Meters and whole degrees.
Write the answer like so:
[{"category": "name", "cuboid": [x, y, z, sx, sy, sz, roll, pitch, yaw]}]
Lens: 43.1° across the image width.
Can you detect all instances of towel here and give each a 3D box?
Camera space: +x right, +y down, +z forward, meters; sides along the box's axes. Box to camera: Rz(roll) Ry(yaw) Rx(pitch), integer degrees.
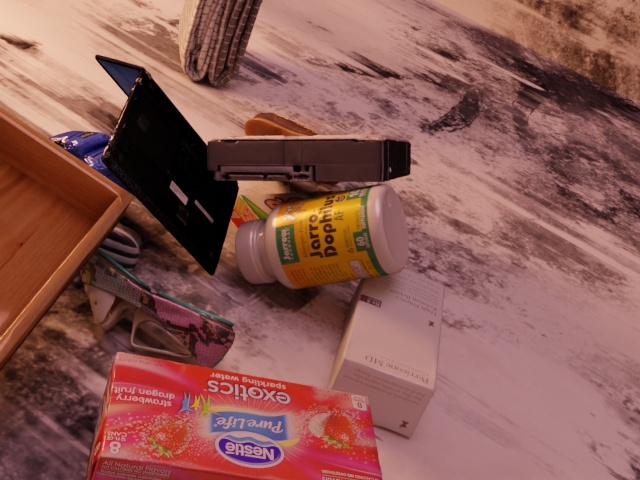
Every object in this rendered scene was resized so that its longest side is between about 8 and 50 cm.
[{"category": "towel", "cuboid": [-0.191, -0.472, 1.584, 0.121, 0.283, 0.235, 12, 33, -19]}]

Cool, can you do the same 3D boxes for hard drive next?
[{"category": "hard drive", "cuboid": [0.000, -0.121, 1.187, 0.237, 0.064, 0.339, 1, 7, 13]}]

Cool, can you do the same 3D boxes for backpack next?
[{"category": "backpack", "cuboid": [-0.307, -0.092, 1.076, 0.120, 0.101, 0.098, 10, 30, 27]}]

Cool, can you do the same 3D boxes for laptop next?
[{"category": "laptop", "cuboid": [-0.231, -0.110, 1.117, 0.234, 0.137, 0.264, 52, 36, -39]}]

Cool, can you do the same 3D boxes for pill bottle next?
[{"category": "pill bottle", "cuboid": [0.000, 0.000, 1.058, 0.208, 0.117, 0.117, -10, 23, 22]}]

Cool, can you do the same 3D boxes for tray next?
[{"category": "tray", "cuboid": [-0.367, 0.039, 0.762, 0.203, 0.076, 0.411, 35, 43, -8]}]

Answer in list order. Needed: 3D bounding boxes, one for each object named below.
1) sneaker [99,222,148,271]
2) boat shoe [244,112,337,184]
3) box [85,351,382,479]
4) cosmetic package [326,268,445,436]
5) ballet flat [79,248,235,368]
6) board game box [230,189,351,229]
[{"category": "sneaker", "cuboid": [-0.329, -0.019, 1.019, 0.224, 0.083, 0.098, 26, 11, -4]}, {"category": "boat shoe", "cuboid": [-0.032, -0.169, 1.418, 0.207, 0.073, 0.073, 33, 35, 18]}, {"category": "box", "cuboid": [-0.082, 0.209, 0.754, 0.257, 0.122, 0.128, 13, 33, -15]}, {"category": "cosmetic package", "cuboid": [0.087, 0.127, 1.028, 0.117, 0.085, 0.231, 20, 30, -1]}, {"category": "ballet flat", "cuboid": [-0.205, 0.080, 0.926, 0.221, 0.079, 0.077, 28, -12, 8]}, {"category": "board game box", "cuboid": [-0.012, -0.029, 1.256, 0.259, 0.039, 0.124, -8, 41, -36]}]
